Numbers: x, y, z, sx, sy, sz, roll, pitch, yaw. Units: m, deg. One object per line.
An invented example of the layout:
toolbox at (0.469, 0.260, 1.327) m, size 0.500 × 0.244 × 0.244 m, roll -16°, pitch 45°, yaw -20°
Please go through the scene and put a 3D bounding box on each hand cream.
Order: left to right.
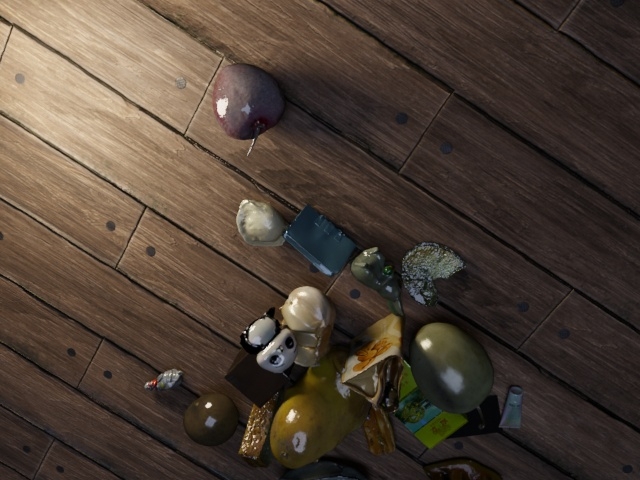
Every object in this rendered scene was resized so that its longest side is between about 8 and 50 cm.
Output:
hand cream at (0.675, 0.594, 1.779) m, size 0.076 × 0.047 × 0.175 m, roll 0°, pitch 116°, yaw 6°

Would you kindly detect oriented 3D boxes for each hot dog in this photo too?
hot dog at (0.208, 0.680, 1.857) m, size 0.109 × 0.072 × 0.270 m, roll -11°, pitch 107°, yaw 10°

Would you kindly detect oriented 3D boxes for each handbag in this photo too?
handbag at (0.000, 0.000, 1.647) m, size 0.221 × 0.057 × 0.144 m, roll 41°, pitch 69°, yaw -5°

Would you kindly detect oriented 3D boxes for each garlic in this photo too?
garlic at (-0.046, 0.270, 1.716) m, size 0.203 × 0.185 × 0.281 m, roll 20°, pitch 132°, yaw 22°

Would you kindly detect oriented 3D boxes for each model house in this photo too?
model house at (0.521, 0.918, 1.798) m, size 0.267 × 0.239 × 0.174 m, roll -19°, pitch 103°, yaw 15°

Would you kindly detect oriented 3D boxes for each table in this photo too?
table at (-0.195, 0.433, 1.771) m, size 0.172 × 0.193 × 0.169 m, roll 42°, pitch 108°, yaw -6°

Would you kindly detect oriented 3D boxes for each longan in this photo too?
longan at (-0.401, 0.662, 1.882) m, size 0.198 × 0.198 × 0.212 m, roll 39°, pitch 103°, yaw -5°

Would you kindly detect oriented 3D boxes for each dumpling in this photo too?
dumpling at (-0.194, -0.047, 1.660) m, size 0.181 × 0.111 × 0.155 m, roll 37°, pitch 106°, yaw 1°

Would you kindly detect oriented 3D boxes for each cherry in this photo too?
cherry at (-0.214, -0.408, 1.510) m, size 0.213 × 0.183 × 0.266 m, roll -27°, pitch 89°, yaw 1°

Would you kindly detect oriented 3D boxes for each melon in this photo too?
melon at (0.424, 0.413, 1.645) m, size 0.271 × 0.272 × 0.308 m, roll -22°, pitch 108°, yaw 14°

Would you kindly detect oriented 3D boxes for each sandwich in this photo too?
sandwich at (-0.213, 0.695, 1.901) m, size 0.099 × 0.289 × 0.254 m, roll 11°, pitch 153°, yaw 12°

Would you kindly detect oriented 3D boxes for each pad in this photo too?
pad at (0.516, 0.643, 1.834) m, size 0.264 × 0.009 × 0.160 m, roll -11°, pitch 105°, yaw 10°

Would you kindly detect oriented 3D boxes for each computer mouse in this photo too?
computer mouse at (0.009, 0.943, 1.949) m, size 0.373 × 0.114 × 0.204 m, roll -1°, pitch 105°, yaw 0°

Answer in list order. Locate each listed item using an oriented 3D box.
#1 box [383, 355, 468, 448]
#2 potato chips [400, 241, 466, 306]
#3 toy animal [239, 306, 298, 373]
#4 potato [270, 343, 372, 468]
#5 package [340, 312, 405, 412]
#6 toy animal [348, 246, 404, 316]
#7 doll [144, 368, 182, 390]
box at (0.341, 0.575, 1.808) m, size 0.335 × 0.047 × 0.187 m, roll 44°, pitch 108°, yaw -3°
potato chips at (0.363, 0.112, 1.678) m, size 0.201 × 0.029 × 0.220 m, roll 16°, pitch 106°, yaw 3°
toy animal at (-0.148, 0.323, 1.608) m, size 0.166 × 0.138 × 0.179 m, roll -42°, pitch 76°, yaw -17°
potato at (-0.003, 0.587, 1.712) m, size 0.290 × 0.296 × 0.397 m, roll 44°, pitch 112°, yaw 10°
package at (0.210, 0.395, 1.638) m, size 0.221 × 0.311 × 0.165 m, roll -35°, pitch 98°, yaw 16°
toy animal at (0.208, 0.139, 1.673) m, size 0.125 × 0.127 × 0.251 m, roll -40°, pitch 111°, yaw 0°
doll at (-0.593, 0.539, 1.932) m, size 0.180 × 0.079 × 0.094 m, roll -27°, pitch 130°, yaw 22°
